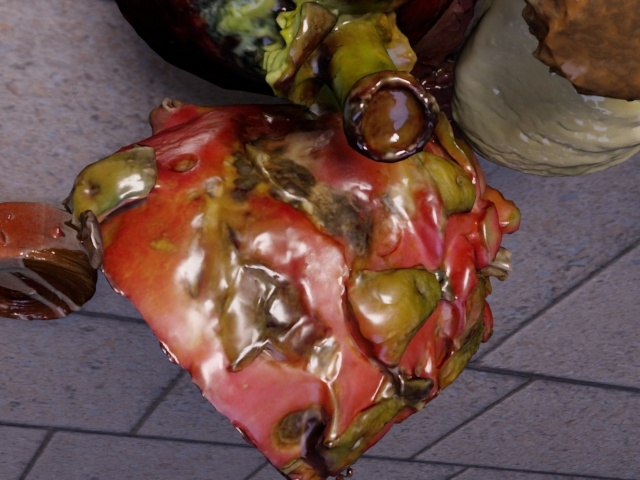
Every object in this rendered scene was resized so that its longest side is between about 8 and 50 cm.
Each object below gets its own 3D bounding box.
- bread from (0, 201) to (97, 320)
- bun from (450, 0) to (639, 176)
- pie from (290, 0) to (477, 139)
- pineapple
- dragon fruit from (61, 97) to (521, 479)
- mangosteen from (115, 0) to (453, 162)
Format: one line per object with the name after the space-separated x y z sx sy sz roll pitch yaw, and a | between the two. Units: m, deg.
-0.312 0.022 1.019 0.160 0.073 0.160 -1 151 -1 | bread
0.197 -0.133 0.675 0.244 0.153 0.244 -43 166 -14 | bun
0.070 -0.149 0.815 0.204 0.054 0.219 -15 150 15 | pie
0.142 -0.205 0.510 0.130 0.277 0.119 -3 145 6 | pineapple
0.000 0.000 0.709 0.263 0.296 0.314 -40 177 -7 | dragon fruit
-0.013 -0.157 0.559 0.231 0.289 0.231 -7 149 -4 | mangosteen
